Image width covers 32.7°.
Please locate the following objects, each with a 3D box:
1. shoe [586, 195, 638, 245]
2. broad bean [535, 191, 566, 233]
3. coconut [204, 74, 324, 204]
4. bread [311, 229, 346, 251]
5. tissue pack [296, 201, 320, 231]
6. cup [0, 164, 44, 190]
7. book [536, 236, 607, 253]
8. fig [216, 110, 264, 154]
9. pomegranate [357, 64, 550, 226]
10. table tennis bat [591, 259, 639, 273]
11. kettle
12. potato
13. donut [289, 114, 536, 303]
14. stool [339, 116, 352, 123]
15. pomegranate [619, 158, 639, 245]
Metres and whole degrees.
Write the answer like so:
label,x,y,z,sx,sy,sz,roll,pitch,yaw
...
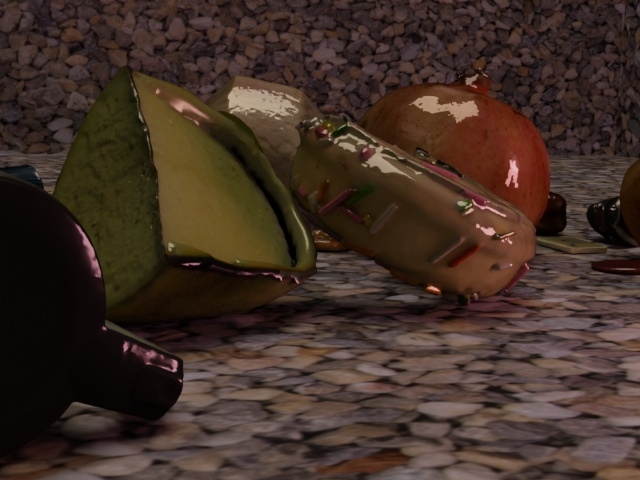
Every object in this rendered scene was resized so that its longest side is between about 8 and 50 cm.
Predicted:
label,x,y,z,sx,sy,sz,roll,pitch,yaw
shoe,0.559,-0.040,2.064,0.112,0.099,0.227,-1,2,33
broad bean,0.400,-0.056,2.147,0.165,0.085,0.114,1,-10,40
coconut,-0.150,-0.196,2.289,0.328,0.329,0.329,2,9,0
bread,0.000,0.000,1.861,0.110,0.024,0.110,1,10,0
tissue pack,0.022,-0.043,2.029,0.108,0.060,0.148,0,8,-17
cup,-0.561,-0.070,1.898,0.150,0.114,0.138,8,12,44
book,0.449,0.007,1.951,0.077,0.014,0.111,-2,9,-22
fig,-0.248,-0.127,1.966,0.314,0.233,0.233,7,8,-4
pomegranate,0.214,-0.131,1.801,0.338,0.338,0.338,2,9,0
table tennis bat,0.511,0.041,1.739,0.154,0.019,0.098,2,8,19
kettle,-0.325,0.049,0.941,0.361,0.250,0.376,32,-11,-40
potato,-0.172,-0.002,1.329,0.280,0.212,0.330,24,36,-41
donut,0.136,-0.033,1.459,0.307,0.150,0.371,33,10,27
stool,0.049,-0.181,2.492,0.195,0.199,0.195,-3,9,-42
pomegranate,0.613,-0.060,1.814,0.233,0.233,0.233,2,9,0
